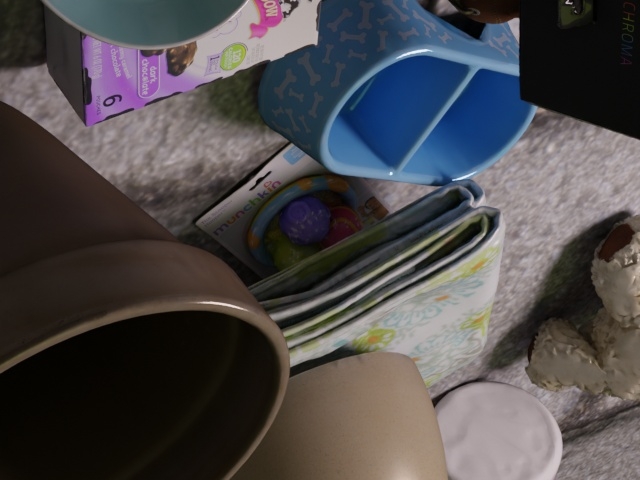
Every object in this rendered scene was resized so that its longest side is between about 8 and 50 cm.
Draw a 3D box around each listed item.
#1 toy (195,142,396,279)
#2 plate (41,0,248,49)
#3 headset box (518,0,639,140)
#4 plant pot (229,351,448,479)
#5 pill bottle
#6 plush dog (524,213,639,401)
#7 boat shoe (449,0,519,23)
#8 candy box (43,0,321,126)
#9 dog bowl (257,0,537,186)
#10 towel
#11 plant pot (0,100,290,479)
[{"bbox_3d":[0.000,0.000,1.547,0.137,0.056,0.237,-40,149,5],"label":"toy"},{"bbox_3d":[-0.116,-0.215,1.064,0.188,0.188,0.024,-22,-169,-21],"label":"plate"},{"bbox_3d":[0.263,-0.244,1.247,0.283,0.131,0.246,-46,145,-36],"label":"headset box"},{"bbox_3d":[0.007,0.260,1.537,0.284,0.191,0.284,-24,157,-11],"label":"plant pot"},{"bbox_3d":[0.199,0.321,2.082,0.169,0.169,0.301,-24,148,-19],"label":"pill bottle"},{"bbox_3d":[0.401,0.094,1.977,0.225,0.210,0.262,-36,160,-52],"label":"plush dog"},{"bbox_3d":[0.138,-0.221,1.322,0.307,0.110,0.104,8,127,-50],"label":"boat shoe"},{"bbox_3d":[-0.094,-0.187,1.176,0.196,0.070,0.165,-22,146,-22],"label":"candy box"},{"bbox_3d":[0.079,-0.124,1.426,0.297,0.074,0.166,5,129,-50],"label":"dog bowl"},{"bbox_3d":[0.022,0.105,1.594,0.320,0.090,0.374,-26,158,-11],"label":"towel"},{"bbox_3d":[-0.226,0.055,1.176,0.323,0.280,0.323,-25,148,-17],"label":"plant pot"}]
